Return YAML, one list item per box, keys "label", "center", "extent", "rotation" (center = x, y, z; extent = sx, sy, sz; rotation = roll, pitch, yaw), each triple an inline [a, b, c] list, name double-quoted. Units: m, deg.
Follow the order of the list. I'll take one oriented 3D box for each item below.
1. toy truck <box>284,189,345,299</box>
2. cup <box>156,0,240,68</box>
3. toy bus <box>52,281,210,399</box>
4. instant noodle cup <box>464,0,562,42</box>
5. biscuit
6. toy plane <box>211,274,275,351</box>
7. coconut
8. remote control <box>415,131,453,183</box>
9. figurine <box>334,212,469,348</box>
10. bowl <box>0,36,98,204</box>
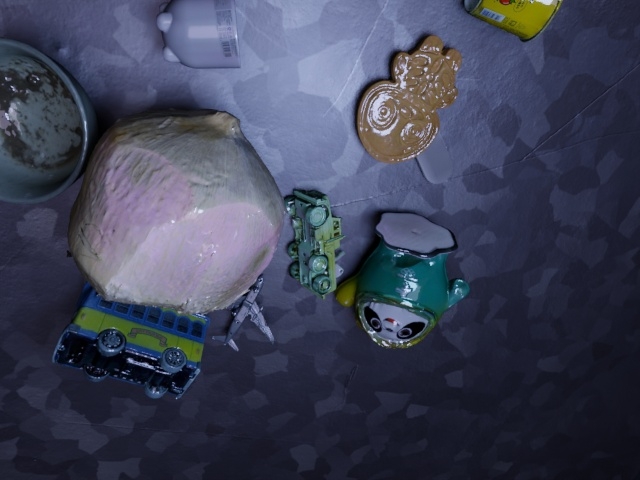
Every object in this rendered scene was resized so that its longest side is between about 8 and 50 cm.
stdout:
- label: "toy truck"
  center: [-0.003, -0.002, 1.147]
  extent: [0.135, 0.128, 0.260]
  rotation: [-24, 121, -28]
- label: "cup"
  center: [-0.228, -0.412, 0.870]
  extent: [0.141, 0.134, 0.174]
  rotation: [-4, 118, -7]
- label: "toy bus"
  center: [-0.444, 0.240, 1.122]
  extent: [0.312, 0.190, 0.152]
  rotation: [24, 126, -21]
- label: "instant noodle cup"
  center: [0.383, -0.509, 0.929]
  extent: [0.144, 0.182, 0.182]
  rotation: [12, 114, -8]
- label: "biscuit"
  center: [0.201, -0.307, 1.040]
  extent: [0.202, 0.044, 0.289]
  rotation: [31, 109, -21]
- label: "toy plane"
  center: [-0.204, 0.188, 1.223]
  extent: [0.226, 0.058, 0.226]
  rotation: [29, 109, -6]
- label: "coconut"
  center: [-0.251, -0.079, 0.895]
  extent: [0.404, 0.405, 0.405]
  rotation: [-5, 117, -9]
- label: "remote control"
  center: [0.251, -0.242, 1.116]
  extent: [0.077, 0.022, 0.245]
  rotation: [-28, 118, 6]
- label: "figurine"
  center: [0.205, 0.117, 1.189]
  extent: [0.323, 0.231, 0.340]
  rotation: [16, 124, 8]
- label: "bowl"
  center: [-0.540, -0.221, 0.879]
  extent: [0.289, 0.146, 0.289]
  rotation: [2, 107, 5]
